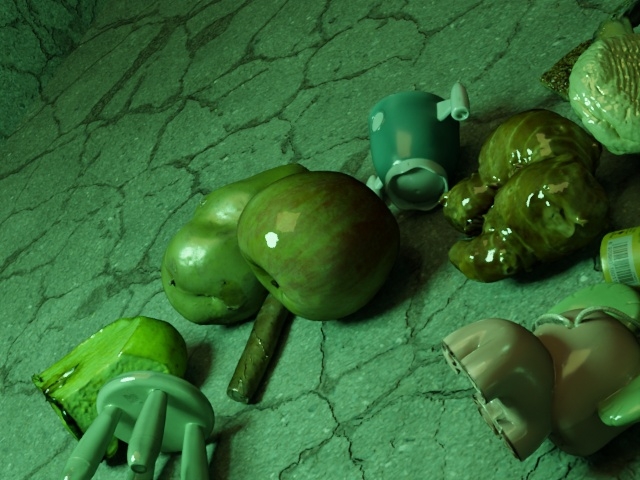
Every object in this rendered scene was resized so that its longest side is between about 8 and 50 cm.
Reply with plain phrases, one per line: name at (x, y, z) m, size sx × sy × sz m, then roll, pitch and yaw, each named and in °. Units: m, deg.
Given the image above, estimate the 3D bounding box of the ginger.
ginger at (0.316, -0.070, 2.024) m, size 0.274 × 0.152 × 0.357 m, roll -46°, pitch 24°, yaw 28°

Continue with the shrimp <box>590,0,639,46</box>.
shrimp at (0.626, -0.402, 2.184) m, size 0.445 × 0.085 × 0.272 m, roll -50°, pitch 38°, yaw -17°

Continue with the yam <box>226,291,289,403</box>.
yam at (-0.102, 0.176, 2.214) m, size 0.056 × 0.057 × 0.241 m, roll -13°, pitch 37°, yaw 36°

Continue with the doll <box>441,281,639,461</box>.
doll at (0.321, 0.154, 1.643) m, size 0.268 × 0.216 × 0.284 m, roll -33°, pitch 28°, yaw -3°

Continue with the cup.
cup at (0.167, -0.147, 2.270) m, size 0.300 × 0.167 × 0.173 m, roll -48°, pitch 30°, yaw 39°

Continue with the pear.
pear at (-0.360, 0.244, 2.303) m, size 0.255 × 0.164 × 0.238 m, roll -42°, pitch 20°, yaw -16°

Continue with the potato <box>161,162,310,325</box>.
potato at (-0.135, 0.001, 2.335) m, size 0.202 × 0.218 × 0.351 m, roll 36°, pitch 76°, yaw 32°

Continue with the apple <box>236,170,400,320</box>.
apple at (0.000, 0.000, 2.145) m, size 0.234 × 0.257 × 0.257 m, roll -39°, pitch 30°, yaw -7°

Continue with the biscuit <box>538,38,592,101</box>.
biscuit at (0.477, -0.284, 2.251) m, size 0.131 × 0.025 × 0.231 m, roll -39°, pitch 31°, yaw -3°

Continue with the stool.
stool at (-0.276, 0.335, 2.048) m, size 0.195 × 0.195 × 0.199 m, roll -22°, pitch 36°, yaw 25°

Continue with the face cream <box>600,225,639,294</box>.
face cream at (0.549, 0.003, 1.709) m, size 0.348 × 0.105 × 0.105 m, roll -15°, pitch 37°, yaw 34°

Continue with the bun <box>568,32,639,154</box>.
bun at (0.480, -0.207, 1.988) m, size 0.134 × 0.220 × 0.220 m, roll 111°, pitch -176°, yaw -54°
